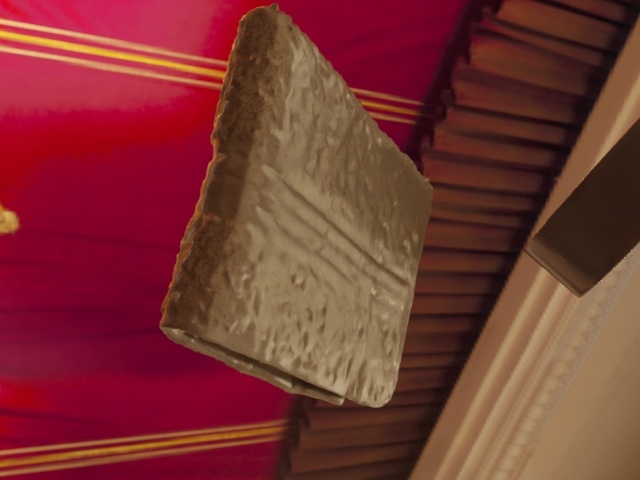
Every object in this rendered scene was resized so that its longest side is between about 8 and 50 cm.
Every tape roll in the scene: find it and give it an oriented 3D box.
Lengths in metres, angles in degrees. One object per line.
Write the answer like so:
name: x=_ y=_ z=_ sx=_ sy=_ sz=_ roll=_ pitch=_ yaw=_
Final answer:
tape roll: x=0.289 y=-0.050 z=0.876 sx=0.072 sy=0.219 sz=0.219 roll=42 pitch=-55 yaw=11

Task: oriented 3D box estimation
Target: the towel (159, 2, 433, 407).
towel: x=0.000 y=0.000 z=0.593 sx=0.049 sy=0.282 sz=0.187 roll=4 pitch=-107 yaw=25
